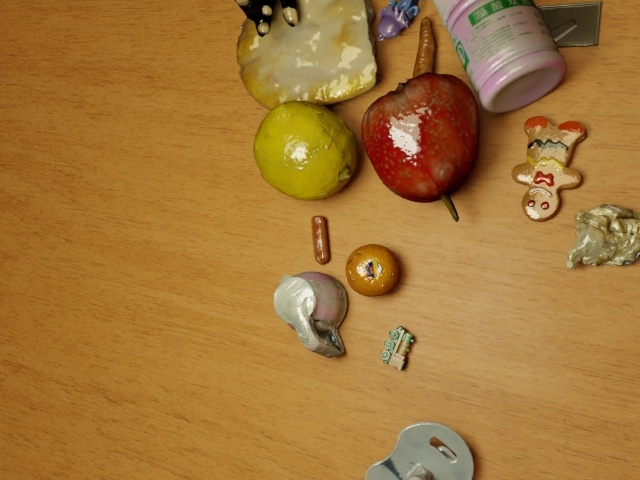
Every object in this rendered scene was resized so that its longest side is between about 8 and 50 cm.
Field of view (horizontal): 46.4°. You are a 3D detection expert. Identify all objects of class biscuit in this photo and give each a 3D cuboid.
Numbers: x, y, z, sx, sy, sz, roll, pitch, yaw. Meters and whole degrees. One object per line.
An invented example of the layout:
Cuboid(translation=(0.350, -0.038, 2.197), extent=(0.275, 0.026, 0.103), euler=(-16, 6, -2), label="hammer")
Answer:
Cuboid(translation=(-0.031, -0.546, 2.067), extent=(0.446, 0.104, 0.429), euler=(-20, 71, 20), label="biscuit")
Cuboid(translation=(0.532, -0.167, 1.751), extent=(0.165, 0.036, 0.250), euler=(12, 87, 29), label="biscuit")

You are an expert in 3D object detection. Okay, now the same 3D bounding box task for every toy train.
Cuboid(translation=(0.192, 0.264, 1.844), extent=(0.064, 0.044, 0.103), euler=(23, 94, 25), label="toy train")

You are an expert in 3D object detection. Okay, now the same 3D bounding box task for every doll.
Cuboid(translation=(0.215, -0.608, 1.977), extent=(0.110, 0.067, 0.206), euler=(34, 86, 41), label="doll")

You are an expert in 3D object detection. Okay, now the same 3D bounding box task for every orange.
Cuboid(translation=(0.128, 0.074, 1.869), extent=(0.136, 0.117, 0.135), euler=(0, 90, -2), label="orange")

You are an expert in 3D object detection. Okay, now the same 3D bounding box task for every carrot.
Cuboid(translation=(0.268, -0.468, 1.929), extent=(0.059, 0.059, 0.248), euler=(2, 79, 27), label="carrot")

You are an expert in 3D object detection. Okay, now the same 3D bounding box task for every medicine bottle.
Cuboid(translation=(0.419, -0.488, 1.767), extent=(0.212, 0.212, 0.325), euler=(-27, 69, 21), label="medicine bottle")

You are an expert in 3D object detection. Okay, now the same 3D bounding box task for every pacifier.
Cuboid(translation=(0.228, 0.558, 1.685), extent=(0.227, 0.207, 0.279), euler=(40, 101, 9), label="pacifier")

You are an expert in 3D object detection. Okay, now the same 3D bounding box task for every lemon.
Cuboid(translation=(-0.043, -0.234, 1.937), extent=(0.260, 0.260, 0.284), euler=(-38, 69, 16), label="lemon")

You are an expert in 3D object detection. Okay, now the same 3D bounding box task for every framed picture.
Cuboid(translation=(0.593, -0.517, 1.795), extent=(0.149, 0.011, 0.109), euler=(5, 83, 28), label="framed picture")

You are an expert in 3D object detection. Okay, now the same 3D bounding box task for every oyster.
Cuboid(translation=(0.627, -0.001, 1.652), extent=(0.163, 0.081, 0.191), euler=(42, 104, 22), label="oyster")

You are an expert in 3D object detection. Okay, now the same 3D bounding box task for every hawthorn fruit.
Cuboid(translation=(0.259, -0.216, 1.778), extent=(0.285, 0.285, 0.369), euler=(-23, 82, 22), label="hawthorn fruit")

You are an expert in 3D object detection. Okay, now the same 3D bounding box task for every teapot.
Cuboid(translation=(-0.038, 0.186, 1.897), extent=(0.163, 0.178, 0.221), euler=(-2, 81, 27), label="teapot")

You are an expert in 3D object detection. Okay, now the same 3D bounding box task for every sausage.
Cuboid(translation=(0.000, 0.000, 1.990), extent=(0.041, 0.039, 0.131), euler=(-9, 78, 18), label="sausage")

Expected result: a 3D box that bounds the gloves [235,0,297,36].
Cuboid(translation=(-0.150, -0.662, 2.006), extent=(0.301, 0.197, 0.152), euler=(-97, 30, -44), label="gloves")
